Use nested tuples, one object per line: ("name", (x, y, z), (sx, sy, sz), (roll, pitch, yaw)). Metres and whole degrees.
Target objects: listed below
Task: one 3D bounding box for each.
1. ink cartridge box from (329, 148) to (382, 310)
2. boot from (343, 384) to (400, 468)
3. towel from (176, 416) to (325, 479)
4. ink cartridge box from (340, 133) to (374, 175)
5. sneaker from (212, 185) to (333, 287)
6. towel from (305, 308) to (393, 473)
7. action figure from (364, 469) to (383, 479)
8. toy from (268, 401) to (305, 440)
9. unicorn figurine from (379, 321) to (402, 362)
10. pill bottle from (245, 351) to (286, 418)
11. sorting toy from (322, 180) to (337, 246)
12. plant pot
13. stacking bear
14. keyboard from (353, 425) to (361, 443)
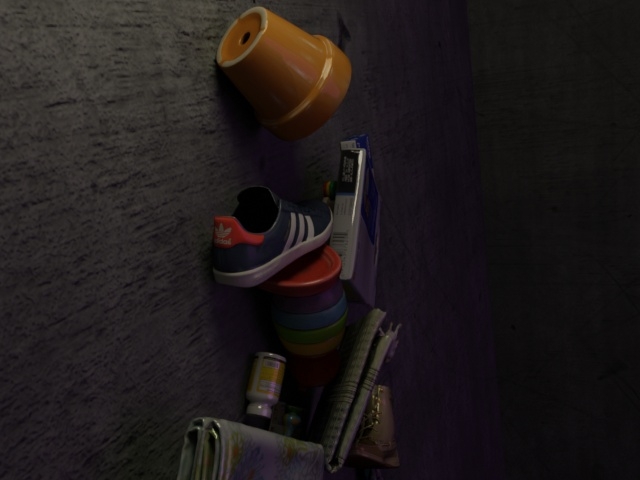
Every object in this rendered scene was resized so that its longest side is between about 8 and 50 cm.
("ink cartridge box", (0.086, -0.014, 1.507), (0.307, 0.072, 0.303), (60, 34, -68))
("boot", (0.123, 0.459, 1.601), (0.262, 0.095, 0.203), (33, 50, -54))
("towel", (-0.102, 0.448, 0.960), (0.374, 0.090, 0.320), (43, 53, -55))
("ink cartridge box", (0.104, -0.167, 1.678), (0.097, 0.046, 0.207), (-39, 123, -58))
("sneaker", (-0.081, -0.044, 1.213), (0.350, 0.131, 0.148), (-41, 129, -56))
("towel", (0.054, 0.308, 1.326), (0.312, 0.056, 0.324), (123, -12, -73))
("action figure", (0.152, 0.693, 1.732), (0.137, 0.064, 0.232), (-24, 114, -65))
("toy", (-0.068, 0.454, 1.304), (0.137, 0.056, 0.237), (38, 56, -56))
("unicorn figurine", (0.192, 0.281, 1.821), (0.111, 0.060, 0.161), (-52, 134, -52))
("pill bottle", (-0.106, 0.276, 1.225), (0.065, 0.065, 0.116), (46, 50, -54))
("sorting toy", (0.000, 0.000, 1.466), (0.132, 0.046, 0.274), (61, 37, -43))
("plant pot", (-0.080, -0.317, 1.180), (0.188, 0.205, 0.205), (32, 60, -41))
("stacking bear", (-0.024, 0.169, 1.298), (0.175, 0.164, 0.288), (-33, 129, -40))
("keyboard", (0.084, 0.512, 1.642), (0.180, 0.023, 0.108), (60, 39, -42))
